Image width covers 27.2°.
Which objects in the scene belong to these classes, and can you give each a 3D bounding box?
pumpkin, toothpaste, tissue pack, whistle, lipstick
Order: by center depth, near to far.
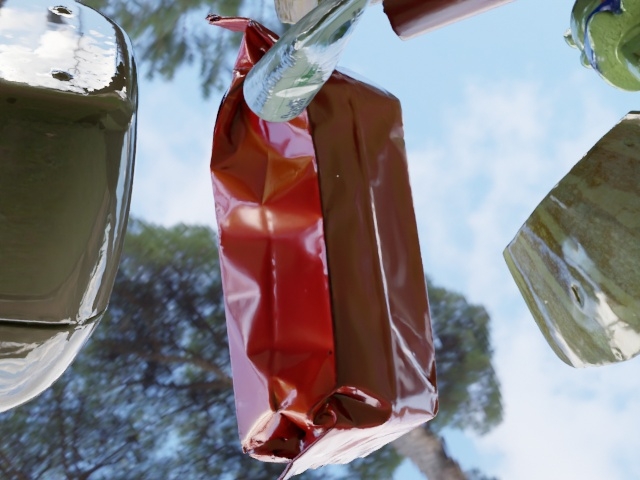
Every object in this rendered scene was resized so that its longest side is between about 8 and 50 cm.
[{"bbox_3d":[-0.011,-0.102,0.739,0.064,0.218,0.041,-42,-88,-14],"label":"toothpaste"},{"bbox_3d":[-0.319,-0.037,0.837,0.387,0.277,0.267,11,-157,-17],"label":"tissue pack"},{"bbox_3d":[0.203,-0.023,0.873,0.110,0.217,0.217,39,-124,-5],"label":"pumpkin"},{"bbox_3d":[0.269,-0.181,1.151,0.085,0.105,0.227,48,-164,-18],"label":"whistle"},{"bbox_3d":[0.190,-0.257,1.198,0.073,0.280,0.073,50,-149,-46],"label":"lipstick"}]

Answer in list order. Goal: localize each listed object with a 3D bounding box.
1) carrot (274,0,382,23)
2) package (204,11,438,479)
[{"bbox_3d":[0.064,-0.311,1.439,0.302,0.114,0.114,-25,-97,-42],"label":"carrot"},{"bbox_3d":[0.000,0.001,1.214,0.196,0.123,0.423,7,-106,-60],"label":"package"}]
